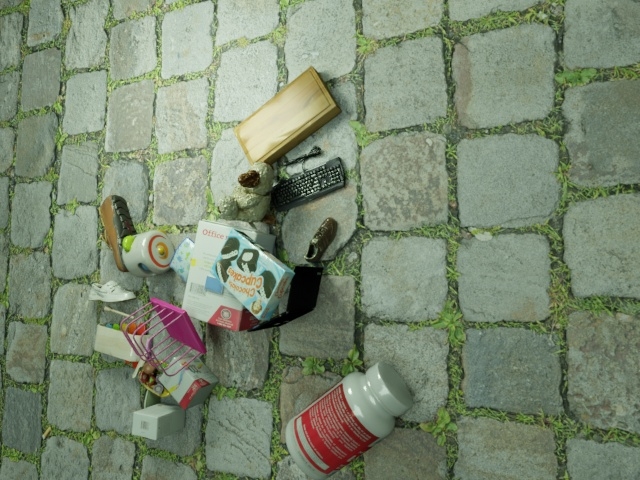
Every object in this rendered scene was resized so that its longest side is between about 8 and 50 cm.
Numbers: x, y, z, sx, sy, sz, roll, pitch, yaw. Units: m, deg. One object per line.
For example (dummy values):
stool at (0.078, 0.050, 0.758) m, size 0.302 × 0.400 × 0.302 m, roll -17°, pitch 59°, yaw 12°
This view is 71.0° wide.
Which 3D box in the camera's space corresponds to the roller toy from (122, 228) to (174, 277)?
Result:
roller toy at (-0.727, 0.057, 1.924) m, size 0.146 × 0.209 × 0.191 m, roll -13°, pitch 94°, yaw 22°

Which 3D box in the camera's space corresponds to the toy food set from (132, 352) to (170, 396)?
toy food set at (-0.705, 0.574, 1.903) m, size 0.218 × 0.071 × 0.128 m, roll 26°, pitch 73°, yaw 10°

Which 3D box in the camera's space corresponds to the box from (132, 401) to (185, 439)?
box at (-0.664, 0.742, 1.852) m, size 0.130 × 0.170 × 0.091 m, roll 0°, pitch 85°, yaw 24°

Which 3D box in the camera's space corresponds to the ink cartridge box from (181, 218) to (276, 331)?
ink cartridge box at (-0.360, 0.132, 1.770) m, size 0.279 × 0.160 × 0.384 m, roll 12°, pitch 91°, yaw 24°

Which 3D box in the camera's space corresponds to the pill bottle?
pill bottle at (0.097, 0.591, 1.495) m, size 0.408 × 0.229 × 0.229 m, roll -42°, pitch 71°, yaw 16°

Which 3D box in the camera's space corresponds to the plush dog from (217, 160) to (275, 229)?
plush dog at (-0.247, -0.189, 1.707) m, size 0.211 × 0.262 × 0.225 m, roll 22°, pitch 117°, yaw 1°

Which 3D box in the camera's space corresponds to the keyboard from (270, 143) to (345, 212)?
keyboard at (-0.064, -0.250, 1.740) m, size 0.317 × 0.033 × 0.201 m, roll -20°, pitch 78°, yaw 20°

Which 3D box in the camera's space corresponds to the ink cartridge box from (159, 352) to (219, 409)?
ink cartridge box at (-0.537, 0.569, 1.832) m, size 0.176 × 0.128 × 0.127 m, roll 39°, pitch 101°, yaw 21°

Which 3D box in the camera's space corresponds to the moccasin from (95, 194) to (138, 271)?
moccasin at (-0.932, -0.023, 2.048) m, size 0.147 × 0.139 × 0.380 m, roll -31°, pitch 74°, yaw 20°

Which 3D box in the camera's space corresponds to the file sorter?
file sorter at (-0.629, 0.381, 1.768) m, size 0.291 × 0.182 × 0.202 m, roll 7°, pitch 125°, yaw 46°

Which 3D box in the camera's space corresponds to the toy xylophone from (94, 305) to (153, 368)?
toy xylophone at (-0.899, 0.430, 2.029) m, size 0.323 × 0.081 × 0.236 m, roll 17°, pitch 93°, yaw 24°

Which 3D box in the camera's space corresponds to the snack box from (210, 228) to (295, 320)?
snack box at (-0.244, 0.112, 1.555) m, size 0.322 × 0.060 × 0.187 m, roll 34°, pitch 99°, yaw 38°

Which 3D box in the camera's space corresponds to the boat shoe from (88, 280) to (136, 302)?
boat shoe at (-0.965, 0.233, 2.065) m, size 0.277 × 0.098 × 0.096 m, roll -1°, pitch 86°, yaw 25°

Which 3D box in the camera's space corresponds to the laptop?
laptop at (-0.121, 0.210, 1.618) m, size 0.264 × 0.234 × 0.136 m, roll -28°, pitch 74°, yaw 20°

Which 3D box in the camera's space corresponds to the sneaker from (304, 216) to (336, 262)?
sneaker at (0.000, 0.000, 1.669) m, size 0.066 × 0.071 × 0.188 m, roll 27°, pitch 97°, yaw 23°

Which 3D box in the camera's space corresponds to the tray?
tray at (-0.139, -0.472, 1.767) m, size 0.411 × 0.076 × 0.203 m, roll -33°, pitch 74°, yaw 17°

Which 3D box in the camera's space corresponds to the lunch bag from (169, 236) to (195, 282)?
lunch bag at (-0.548, 0.080, 1.891) m, size 0.129 × 0.096 × 0.151 m, roll 36°, pitch 114°, yaw 21°

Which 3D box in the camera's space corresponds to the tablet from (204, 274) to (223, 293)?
tablet at (-0.400, 0.166, 1.692) m, size 0.083 × 0.006 × 0.054 m, roll 13°, pitch 91°, yaw 22°

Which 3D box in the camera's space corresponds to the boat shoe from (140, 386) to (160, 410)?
boat shoe at (-0.745, 0.735, 1.937) m, size 0.069 × 0.081 × 0.227 m, roll -8°, pitch 78°, yaw 30°
